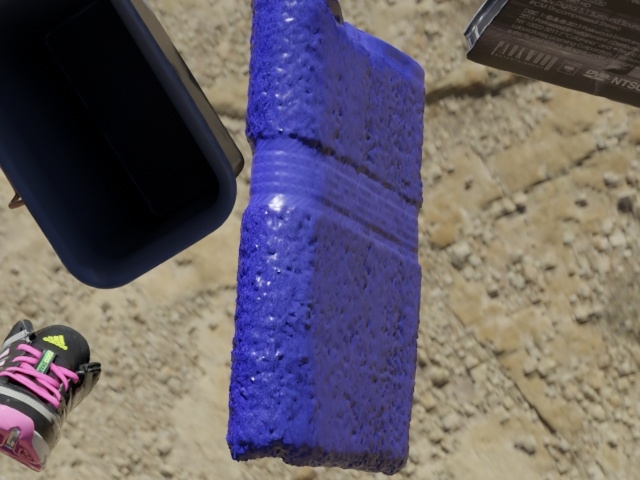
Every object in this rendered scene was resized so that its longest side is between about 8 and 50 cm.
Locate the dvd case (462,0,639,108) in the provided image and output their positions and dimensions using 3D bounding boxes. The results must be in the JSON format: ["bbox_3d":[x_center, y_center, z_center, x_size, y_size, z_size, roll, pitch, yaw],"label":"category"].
[{"bbox_3d":[0.163,-0.102,0.417,0.165,0.221,0.018,13,57,-16],"label":"dvd case"}]

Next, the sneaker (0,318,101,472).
[{"bbox_3d":[-0.159,0.078,0.779,0.063,0.170,0.074,31,82,-4],"label":"sneaker"}]

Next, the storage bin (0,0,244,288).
[{"bbox_3d":[-0.095,-0.054,0.627,0.098,0.091,0.135,-31,93,13],"label":"storage bin"}]

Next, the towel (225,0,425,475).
[{"bbox_3d":[0.000,0.000,0.959,0.076,0.228,0.308,-3,78,25],"label":"towel"}]
